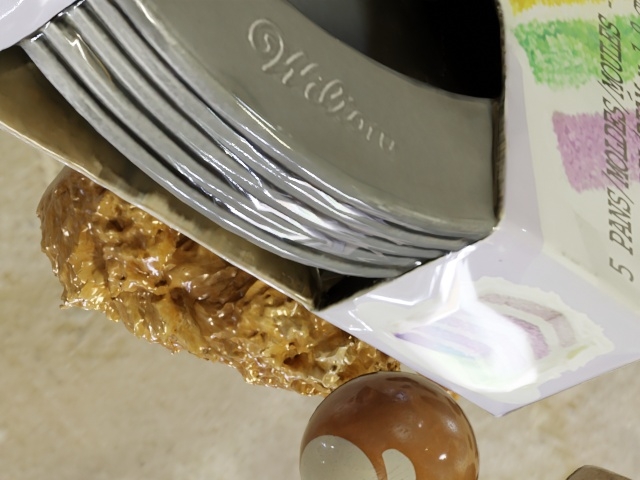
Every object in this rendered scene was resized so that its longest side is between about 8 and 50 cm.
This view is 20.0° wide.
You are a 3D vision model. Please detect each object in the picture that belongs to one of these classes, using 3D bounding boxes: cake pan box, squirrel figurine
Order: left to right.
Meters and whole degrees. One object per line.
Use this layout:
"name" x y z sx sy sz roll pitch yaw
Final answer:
"cake pan box" -0.014 -0.114 0.437 0.246 0.266 0.070 31 137 -32
"squirrel figurine" 0.000 0.000 1.392 0.370 0.397 0.281 41 129 -8

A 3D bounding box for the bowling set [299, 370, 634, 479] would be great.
"bowling set" 0.035 0.135 0.595 0.287 0.200 0.154 17 79 51
